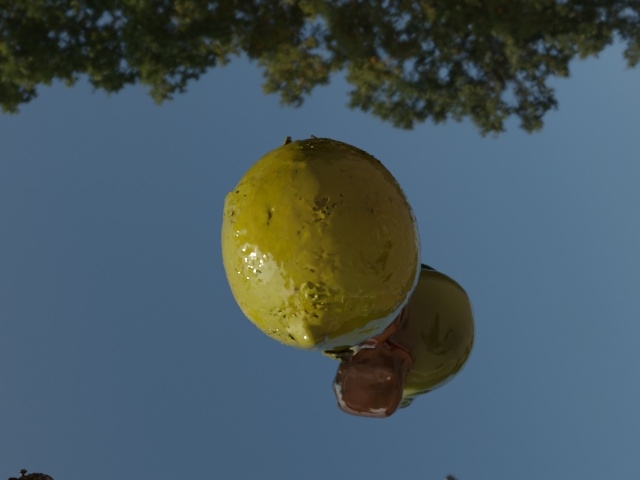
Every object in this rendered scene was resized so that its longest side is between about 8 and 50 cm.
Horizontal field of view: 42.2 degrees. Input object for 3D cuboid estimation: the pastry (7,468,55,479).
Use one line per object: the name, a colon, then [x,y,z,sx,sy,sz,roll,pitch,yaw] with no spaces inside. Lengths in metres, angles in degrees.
pastry: [-0.494,0.460,1.236,0.193,0.274,0.275,33,-144,16]

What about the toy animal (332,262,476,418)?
toy animal: [0.125,0.125,1.184,0.338,0.191,0.215,-4,-91,-77]

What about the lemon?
lemon: [0.000,0.000,0.720,0.174,0.173,0.206,10,-120,-44]
